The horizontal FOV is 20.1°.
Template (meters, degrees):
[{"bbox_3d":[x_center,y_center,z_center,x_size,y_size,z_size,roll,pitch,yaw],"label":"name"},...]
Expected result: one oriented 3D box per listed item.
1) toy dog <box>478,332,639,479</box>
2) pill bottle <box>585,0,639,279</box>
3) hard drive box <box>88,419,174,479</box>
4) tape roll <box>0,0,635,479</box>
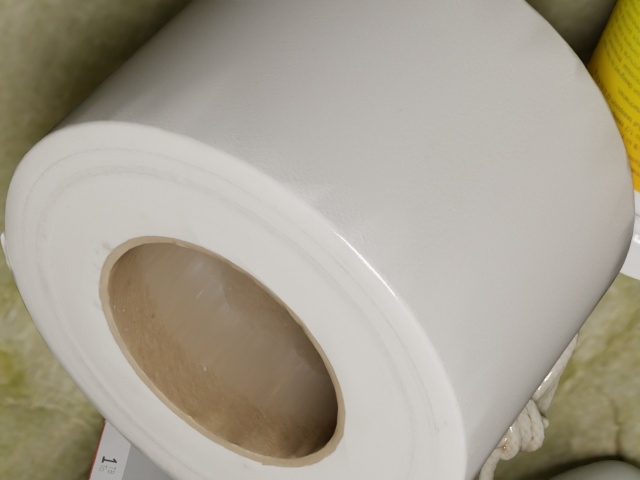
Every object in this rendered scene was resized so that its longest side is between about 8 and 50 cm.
[{"bbox_3d":[0.080,0.208,0.956,0.334,0.161,0.220,-34,132,-20],"label":"toy dog"},{"bbox_3d":[0.189,-0.083,0.839,0.117,0.117,0.215,16,128,-7],"label":"pill bottle"},{"bbox_3d":[-0.115,0.244,1.096,0.089,0.181,0.232,13,128,-2],"label":"hard drive box"},{"bbox_3d":[0.000,0.000,0.834,0.246,0.169,0.246,24,140,21],"label":"tape roll"}]
